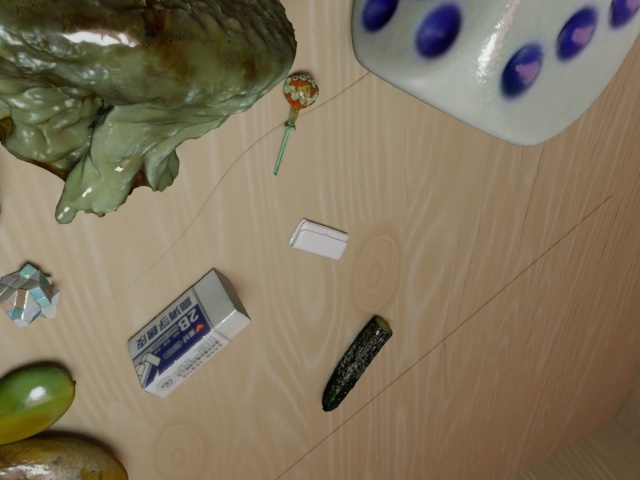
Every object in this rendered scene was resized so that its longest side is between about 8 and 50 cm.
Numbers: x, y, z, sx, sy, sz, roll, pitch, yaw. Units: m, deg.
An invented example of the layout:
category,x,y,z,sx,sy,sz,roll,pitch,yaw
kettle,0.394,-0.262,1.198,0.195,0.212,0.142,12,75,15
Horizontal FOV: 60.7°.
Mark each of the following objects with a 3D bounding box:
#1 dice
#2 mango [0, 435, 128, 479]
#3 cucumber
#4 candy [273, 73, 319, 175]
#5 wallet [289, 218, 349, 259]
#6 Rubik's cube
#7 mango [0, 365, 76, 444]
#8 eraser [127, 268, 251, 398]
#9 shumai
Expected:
category,x,y,z,sx,sy,sz,roll,pitch,yaw
dice,0.244,-0.334,0.785,0.276,0.304,0.304,9,117,-36
mango,-0.499,0.448,1.011,0.193,0.146,0.316,-43,128,5
cucumber,0.074,0.312,1.327,0.067,0.067,0.294,16,114,-39
candy,-0.050,-0.186,0.901,0.055,0.049,0.185,17,123,-7
wallet,0.000,0.000,1.076,0.122,0.025,0.061,17,105,-39
Rubik's cube,-0.433,0.085,0.824,0.073,0.084,0.075,-22,148,-12
mango,-0.505,0.281,0.927,0.191,0.086,0.122,-33,146,7
eraser,-0.235,0.164,0.976,0.210,0.124,0.068,-41,135,1
shumai,-0.251,-0.187,0.602,0.397,0.324,0.323,-1,141,-39
